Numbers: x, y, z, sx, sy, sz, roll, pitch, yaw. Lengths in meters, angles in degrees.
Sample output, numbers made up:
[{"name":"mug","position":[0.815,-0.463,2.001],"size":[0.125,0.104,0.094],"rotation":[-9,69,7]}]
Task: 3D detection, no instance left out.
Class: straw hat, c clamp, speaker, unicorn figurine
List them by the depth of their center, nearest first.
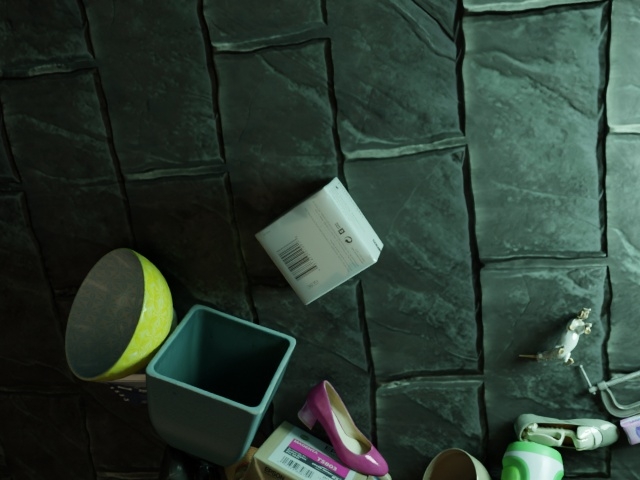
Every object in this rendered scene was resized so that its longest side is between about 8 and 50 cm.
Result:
[{"name":"unicorn figurine","position":[0.482,0.204,1.355],"size":[0.162,0.111,0.060],"rotation":[-44,83,6]},{"name":"speaker","position":[0.411,0.566,1.370],"size":[0.131,0.297,0.131],"rotation":[14,151,8]},{"name":"c clamp","position":[0.625,0.294,1.383],"size":[0.160,0.022,0.137],"rotation":[-20,101,18]},{"name":"straw hat","position":[-0.171,0.562,1.622],"size":[0.144,0.061,0.145],"rotation":[4,108,11]}]

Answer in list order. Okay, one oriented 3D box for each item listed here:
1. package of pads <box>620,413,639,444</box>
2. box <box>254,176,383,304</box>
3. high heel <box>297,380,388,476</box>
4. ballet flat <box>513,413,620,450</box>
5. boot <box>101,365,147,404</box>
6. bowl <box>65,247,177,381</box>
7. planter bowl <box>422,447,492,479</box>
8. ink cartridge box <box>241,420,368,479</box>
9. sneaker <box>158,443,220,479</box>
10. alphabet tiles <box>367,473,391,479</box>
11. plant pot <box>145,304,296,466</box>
[{"name":"package of pads","position":[0.662,0.380,1.395],"size":[0.083,0.032,0.050],"rotation":[-25,102,18]},{"name":"box","position":[0.000,0.000,1.383],"size":[0.182,0.119,0.181],"rotation":[-33,97,19]},{"name":"high heel","position":[0.069,0.417,1.515],"size":[0.244,0.082,0.117],"rotation":[40,121,12]},{"name":"ballet flat","position":[0.512,0.407,1.418],"size":[0.213,0.068,0.072],"rotation":[4,106,11]},{"name":"boot","position":[-0.469,0.344,1.618],"size":[0.190,0.069,0.086],"rotation":[2,104,10]},{"name":"bowl","position":[-0.408,0.175,1.492],"size":[0.289,0.289,0.156],"rotation":[-44,137,20]},{"name":"planter bowl","position":[0.311,0.544,1.471],"size":[0.109,0.162,0.162],"rotation":[31,113,-27]},{"name":"ink cartridge box","position":[-0.027,0.515,1.491],"size":[0.234,0.193,0.088],"rotation":[25,106,12]},{"name":"sneaker","position":[-0.297,0.536,1.569],"size":[0.130,0.286,0.109],"rotation":[7,66,0]},{"name":"alphabet tiles","position":[0.073,0.643,1.613],"size":[0.278,0.021,0.284],"rotation":[46,110,-1]},{"name":"plant pot","position":[-0.224,0.336,1.481],"size":[0.247,0.247,0.252],"rotation":[19,123,6]}]
